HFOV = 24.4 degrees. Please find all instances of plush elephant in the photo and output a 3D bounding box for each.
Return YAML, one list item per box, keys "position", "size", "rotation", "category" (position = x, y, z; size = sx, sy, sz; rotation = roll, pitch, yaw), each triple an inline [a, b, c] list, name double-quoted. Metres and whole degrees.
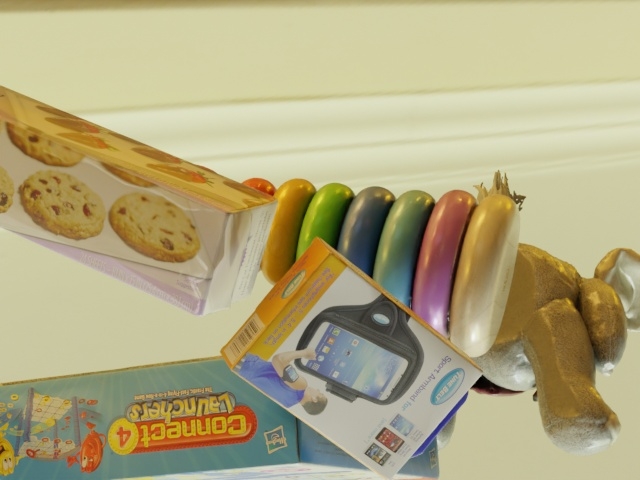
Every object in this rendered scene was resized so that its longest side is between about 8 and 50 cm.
- position: [0.254, 0.115, 1.664]
  size: [0.255, 0.272, 0.330]
  rotation: [27, -124, -44]
  category: "plush elephant"

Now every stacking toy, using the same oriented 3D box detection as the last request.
- position: [0.000, 0.000, 1.291]
  size: [0.141, 0.330, 0.141]
  rotation: [12, -90, -76]
  category: "stacking toy"

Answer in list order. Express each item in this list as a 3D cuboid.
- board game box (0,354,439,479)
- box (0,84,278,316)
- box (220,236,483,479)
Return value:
- position: [-0.093, 0.165, 1.242]
  size: [0.308, 0.302, 0.086]
  rotation: [24, -120, -63]
  category: "board game box"
- position: [-0.181, -0.048, 0.850]
  size: [0.063, 0.324, 0.067]
  rotation: [-19, -51, -65]
  category: "box"
- position: [0.023, 0.069, 0.791]
  size: [0.136, 0.028, 0.081]
  rotation: [38, -85, -24]
  category: "box"
